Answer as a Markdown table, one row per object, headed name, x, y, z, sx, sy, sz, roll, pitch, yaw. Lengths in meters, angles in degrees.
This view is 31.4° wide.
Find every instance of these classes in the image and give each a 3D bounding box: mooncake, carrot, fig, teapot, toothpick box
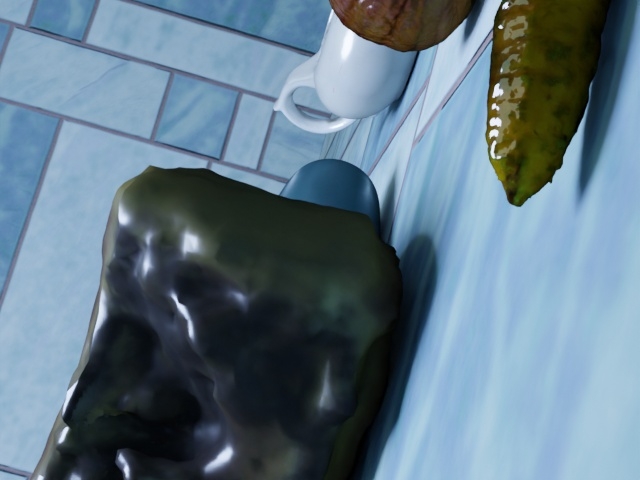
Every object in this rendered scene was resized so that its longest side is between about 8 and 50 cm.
| name | x | y | z | sx | sy | sz | roll | pitch | yaw |
| --- | --- | --- | --- | --- | --- | --- | --- | --- | --- |
| mooncake | -0.093 | 0.145 | 0.867 | 0.394 | 0.246 | 0.393 | 110 | 180 | -49 |
| carrot | 0.119 | -0.163 | 0.522 | 0.066 | 0.066 | 0.314 | 119 | 163 | -74 |
| fig | 0.082 | -0.231 | 0.880 | 0.201 | 0.134 | 0.146 | 162 | 115 | -75 |
| teapot | 0.042 | -0.236 | 1.329 | 0.204 | 0.139 | 0.298 | -83 | 10 | -51 |
| toothpick box | 0.000 | 0.000 | 1.102 | 0.184 | 0.120 | 0.120 | -75 | 2 | -56 |
